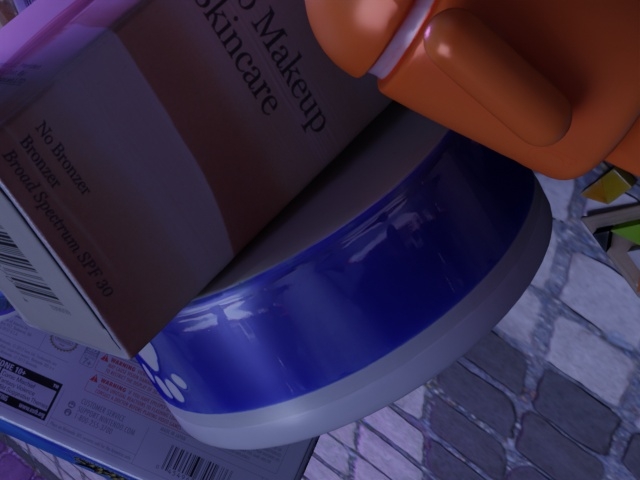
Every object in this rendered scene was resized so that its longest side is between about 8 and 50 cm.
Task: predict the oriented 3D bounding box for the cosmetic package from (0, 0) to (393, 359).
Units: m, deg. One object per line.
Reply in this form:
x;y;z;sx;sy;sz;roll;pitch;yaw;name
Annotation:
-0.071;-0.093;0.811;0.129;0.296;0.153;10;140;51;cosmetic package

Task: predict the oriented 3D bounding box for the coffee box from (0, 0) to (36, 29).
-0.228;-0.165;1.183;0.141;0.098;0.246;30;152;30;coffee box

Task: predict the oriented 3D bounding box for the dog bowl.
0.000;0.000;0.882;0.265;0.265;0.104;5;132;55;dog bowl

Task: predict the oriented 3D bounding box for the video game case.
-0.111;0.064;1.100;0.269;0.244;0.061;23;160;4;video game case

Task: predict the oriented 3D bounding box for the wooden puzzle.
0.197;0.007;0.889;0.116;0.014;0.078;48;156;-8;wooden puzzle

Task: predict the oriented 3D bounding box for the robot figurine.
0.086;-0.111;0.694;0.219;0.158;0.128;26;156;-7;robot figurine

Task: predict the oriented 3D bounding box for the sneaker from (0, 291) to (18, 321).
-0.175;-0.071;0.986;0.130;0.323;0.236;58;166;16;sneaker
